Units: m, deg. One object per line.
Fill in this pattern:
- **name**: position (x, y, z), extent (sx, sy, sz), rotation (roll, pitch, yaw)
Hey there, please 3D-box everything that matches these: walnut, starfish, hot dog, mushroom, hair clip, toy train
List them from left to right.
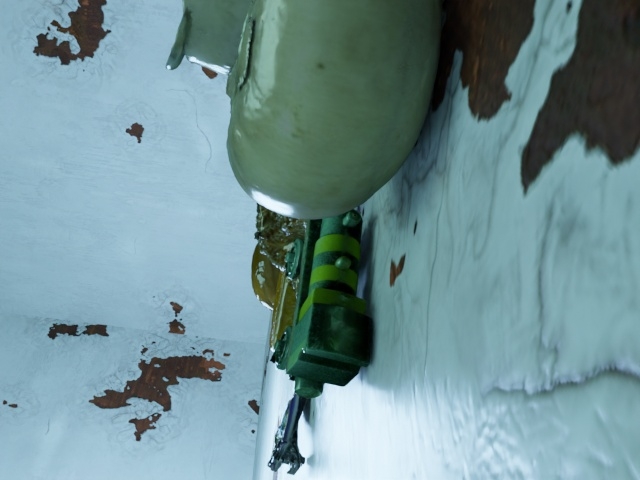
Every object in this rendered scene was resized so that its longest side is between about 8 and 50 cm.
- **starfish**: position (-0.060, -0.053, 0.858), extent (0.294, 0.084, 0.302), rotation (-113, 11, -54)
- **walnut**: position (-0.106, 0.068, 1.571), extent (0.137, 0.137, 0.246), rotation (107, 166, -58)
- **hot dog**: position (-0.063, 0.104, 1.363), extent (0.088, 0.061, 0.286), rotation (-123, 43, -77)
- **hair clip**: position (-0.042, 0.294, 1.007), extent (0.172, 0.049, 0.116), rotation (-76, 11, -58)
- **mushroom**: position (-0.012, -0.145, 0.488), extent (0.246, 0.202, 0.246), rotation (-164, 90, -77)
- **toy train**: position (0.009, 0.054, 0.641), extent (0.132, 0.083, 0.200), rotation (125, 155, -54)
